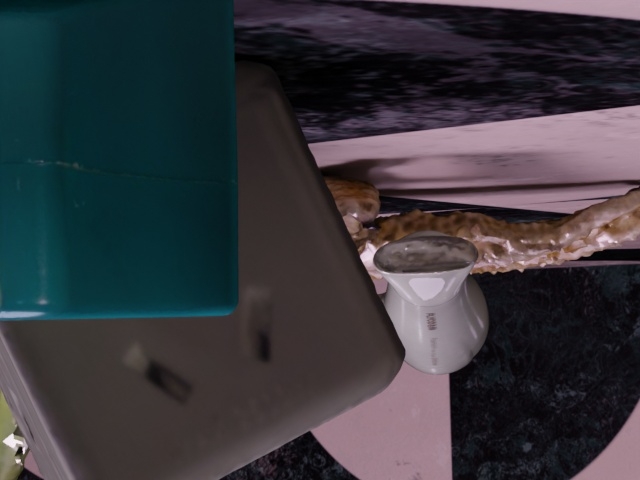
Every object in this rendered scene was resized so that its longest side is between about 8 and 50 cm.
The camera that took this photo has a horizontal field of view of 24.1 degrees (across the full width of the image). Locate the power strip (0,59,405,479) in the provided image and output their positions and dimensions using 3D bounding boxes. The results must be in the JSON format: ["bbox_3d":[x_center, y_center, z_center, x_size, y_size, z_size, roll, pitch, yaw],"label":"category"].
[{"bbox_3d":[-0.079,0.023,0.649,0.139,0.140,0.224,-28,-175,-16],"label":"power strip"}]

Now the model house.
[{"bbox_3d":[-0.089,-0.025,0.424,0.127,0.100,0.149,-1,179,-14],"label":"model house"}]

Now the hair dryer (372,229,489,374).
[{"bbox_3d":[-0.008,0.040,1.005,0.237,0.075,0.206,-2,163,9],"label":"hair dryer"}]

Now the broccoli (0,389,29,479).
[{"bbox_3d":[-0.237,0.084,0.919,0.375,0.302,0.249,-10,-141,14],"label":"broccoli"}]

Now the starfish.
[{"bbox_3d":[0.000,0.000,1.104,0.432,0.082,0.324,-12,165,27],"label":"starfish"}]
